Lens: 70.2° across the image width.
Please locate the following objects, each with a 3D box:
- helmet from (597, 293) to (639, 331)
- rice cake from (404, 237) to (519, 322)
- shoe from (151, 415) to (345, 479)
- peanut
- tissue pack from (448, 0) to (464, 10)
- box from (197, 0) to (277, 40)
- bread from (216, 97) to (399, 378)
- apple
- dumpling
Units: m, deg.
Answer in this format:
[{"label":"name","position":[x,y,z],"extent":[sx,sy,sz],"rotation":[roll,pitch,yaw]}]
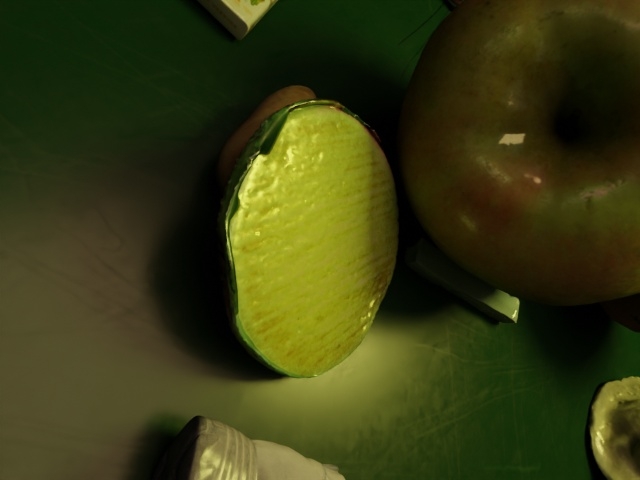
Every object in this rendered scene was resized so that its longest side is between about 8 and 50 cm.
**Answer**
[{"label":"helmet","position":[0.486,0.014,0.668],"extent":[0.271,0.197,0.338],"rotation":[35,59,-14]},{"label":"rice cake","position":[0.171,0.048,0.534],"extent":[0.180,0.030,0.042],"rotation":[29,65,-25]},{"label":"shoe","position":[-0.048,0.243,0.272],"extent":[0.137,0.095,0.245],"rotation":[21,57,-26]},{"label":"peanut","position":[-0.037,-0.081,0.402],"extent":[0.076,0.076,0.152],"rotation":[42,52,-17]},{"label":"tissue pack","position":[0.232,-0.433,0.662],"extent":[0.115,0.155,0.065],"rotation":[50,51,-10]},{"label":"box","position":[-0.074,-0.317,0.480],"extent":[0.122,0.032,0.220],"rotation":[40,56,-19]},{"label":"bread","position":[0.000,0.000,0.378],"extent":[0.228,0.033,0.229],"rotation":[-10,103,-53]},{"label":"apple","position":[0.243,-0.097,0.465],"extent":[0.277,0.319,0.319],"rotation":[-18,85,-66]},{"label":"dumpling","position":[0.436,0.272,0.613],"extent":[0.155,0.181,0.111],"rotation":[2,110,-5]}]
